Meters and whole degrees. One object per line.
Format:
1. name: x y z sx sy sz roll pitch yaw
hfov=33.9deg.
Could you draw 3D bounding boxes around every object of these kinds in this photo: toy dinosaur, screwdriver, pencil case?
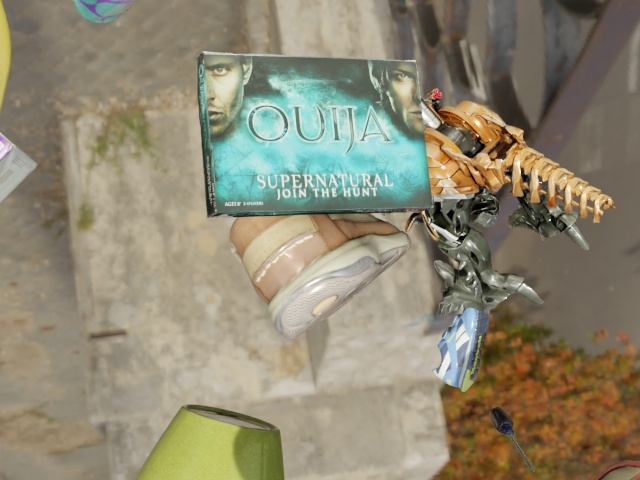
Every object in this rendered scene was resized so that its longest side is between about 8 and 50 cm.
1. toy dinosaur: 0.128 -0.050 0.956 0.164 0.322 0.218 -34 119 3
2. screwdriver: 0.238 0.241 1.285 0.024 0.025 0.170 35 -177 -12
3. pencil case: -0.178 -0.250 0.955 0.064 0.070 0.152 43 156 -19

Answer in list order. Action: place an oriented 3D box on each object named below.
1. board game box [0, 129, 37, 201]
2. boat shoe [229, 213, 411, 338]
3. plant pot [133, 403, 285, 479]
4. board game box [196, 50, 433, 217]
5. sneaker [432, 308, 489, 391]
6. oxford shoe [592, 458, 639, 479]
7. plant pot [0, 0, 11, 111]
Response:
1. board game box: -0.470 -0.137 1.148 0.142 0.275 0.144 -47 180 -7
2. boat shoe: 0.000 0.000 0.952 0.123 0.116 0.324 -41 175 6
3. plant pot: -0.152 0.377 1.390 0.275 0.293 0.275 15 177 1
4. board game box: -0.003 -0.083 0.826 0.186 0.126 0.026 -3 172 -25
5. sneaker: 0.190 0.129 1.419 0.059 0.144 0.053 16 -176 30
6. oxford shoe: 0.321 0.322 0.802 0.123 0.348 0.130 -39 135 10
7. plant pot: -0.233 -0.120 0.622 0.081 0.081 0.083 -10 133 -56
